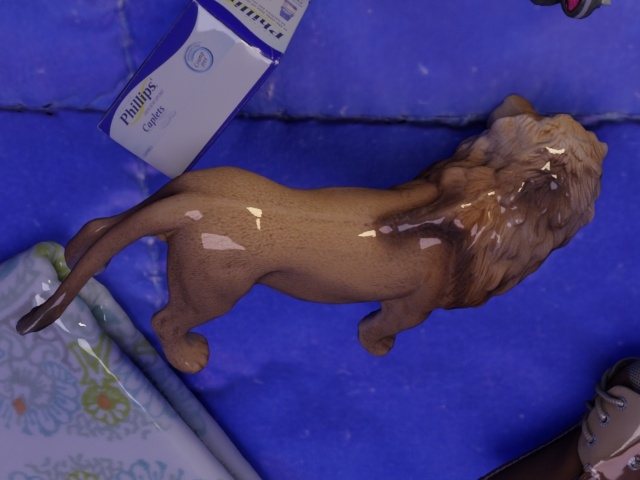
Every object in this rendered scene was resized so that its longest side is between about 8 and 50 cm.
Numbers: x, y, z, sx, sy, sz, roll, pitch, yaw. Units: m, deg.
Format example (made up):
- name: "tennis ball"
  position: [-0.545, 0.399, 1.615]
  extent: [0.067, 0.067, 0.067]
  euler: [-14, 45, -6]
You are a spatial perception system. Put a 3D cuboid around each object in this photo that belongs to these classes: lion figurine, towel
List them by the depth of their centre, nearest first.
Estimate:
- name: "lion figurine"
  position: [0.000, 0.000, 0.904]
  extent: [0.392, 0.142, 0.240]
  euler: [-9, 161, -29]
- name: "towel"
  position: [-0.252, 0.205, 1.186]
  extent: [0.320, 0.090, 0.374]
  euler: [-29, 111, 22]

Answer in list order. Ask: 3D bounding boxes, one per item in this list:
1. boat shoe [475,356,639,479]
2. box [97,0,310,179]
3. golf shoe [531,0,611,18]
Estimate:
- name: "boat shoe"
  position: [0.268, 0.147, 1.034]
  extent: [0.324, 0.122, 0.120]
  euler: [-25, 108, 15]
- name: "box"
  position: [-0.079, -0.130, 0.914]
  extent: [0.072, 0.137, 0.126]
  euler: [37, 121, -11]
- name: "golf shoe"
  position: [0.157, -0.275, 0.803]
  extent: [0.120, 0.105, 0.273]
  euler: [17, 122, 9]
